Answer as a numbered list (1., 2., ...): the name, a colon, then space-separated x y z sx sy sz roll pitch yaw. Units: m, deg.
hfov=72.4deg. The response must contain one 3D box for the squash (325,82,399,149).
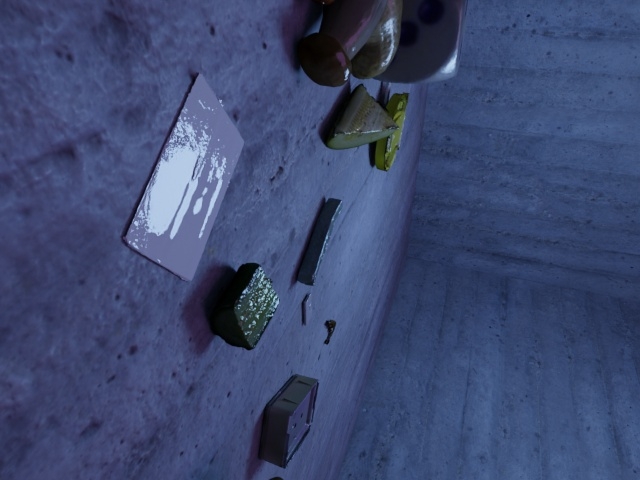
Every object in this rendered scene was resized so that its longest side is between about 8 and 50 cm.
1. squash: 0.097 -0.260 1.112 0.169 0.093 0.252 40 48 -19

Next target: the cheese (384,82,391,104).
1. cheese: 0.237 -0.590 1.471 0.127 0.050 0.255 -50 147 -59

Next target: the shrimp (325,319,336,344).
1. shrimp: 0.030 0.294 1.409 0.114 0.023 0.083 67 40 -69

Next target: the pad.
1. pad: -0.159 -0.074 0.556 0.156 0.004 0.231 62 42 -65

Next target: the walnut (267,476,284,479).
1. walnut: -0.118 0.516 0.698 0.282 0.228 0.282 -59 165 -27

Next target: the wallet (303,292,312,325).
1. wallet: -0.034 0.179 1.134 0.044 0.011 0.083 -58 153 -51

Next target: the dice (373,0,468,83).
1. dice: 0.250 -0.573 1.166 0.243 0.260 0.251 -63 157 -50

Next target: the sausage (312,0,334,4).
1. sausage: 0.019 -0.493 0.756 0.076 0.077 0.197 61 43 -66

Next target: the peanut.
1. peanut: 0.119 -0.495 1.020 0.137 0.122 0.253 -29 146 -12

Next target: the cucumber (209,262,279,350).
1. cucumber: -0.122 0.099 0.694 0.116 0.062 0.115 75 28 -42

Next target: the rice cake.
1. rice cake: 0.000 0.000 1.069 0.042 0.045 0.245 79 27 -59

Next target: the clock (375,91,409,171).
1. clock: 0.247 -0.395 1.596 0.293 0.071 0.276 -51 153 -57

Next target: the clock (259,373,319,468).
1. clock: -0.071 0.429 1.065 0.192 0.071 0.146 -22 122 -71

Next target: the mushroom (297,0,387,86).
1. mushroom: 0.056 -0.446 0.834 0.128 0.129 0.349 66 42 -63
